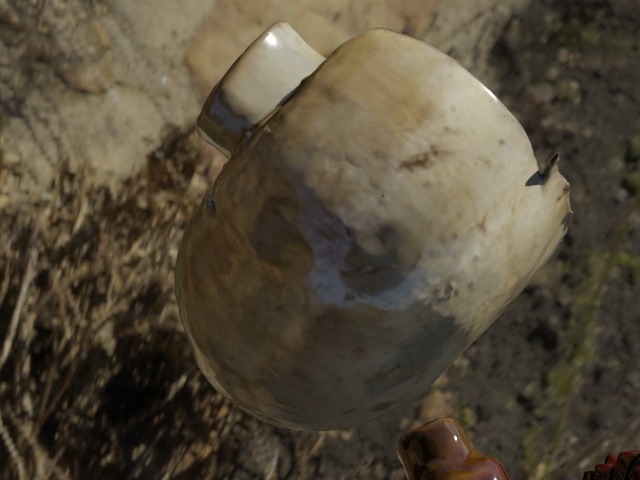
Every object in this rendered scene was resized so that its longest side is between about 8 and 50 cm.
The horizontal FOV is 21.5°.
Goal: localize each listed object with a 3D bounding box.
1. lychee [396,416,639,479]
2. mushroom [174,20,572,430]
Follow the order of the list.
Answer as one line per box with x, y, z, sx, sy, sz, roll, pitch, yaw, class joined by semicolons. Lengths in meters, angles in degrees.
0.103;0.187;0.486;0.276;0.275;0.304;-27;76;-26;lychee
0.000;0.000;0.888;0.195;0.253;0.189;40;73;8;mushroom
